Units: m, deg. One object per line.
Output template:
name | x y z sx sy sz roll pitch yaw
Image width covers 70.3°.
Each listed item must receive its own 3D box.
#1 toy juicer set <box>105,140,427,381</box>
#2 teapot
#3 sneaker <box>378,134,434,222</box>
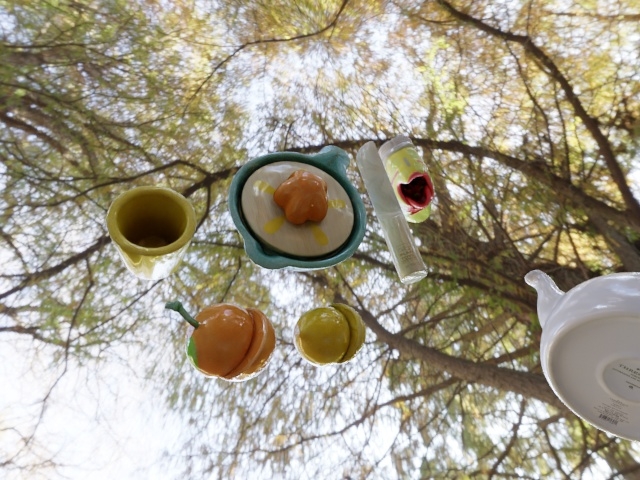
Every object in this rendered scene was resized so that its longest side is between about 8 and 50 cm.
toy juicer set | 0.000 0.000 0.424 0.209 0.328 0.090 54 -34 19
teapot | 0.457 0.143 0.647 0.252 0.187 0.256 -29 -85 43
sneaker | 0.155 -0.078 0.772 0.081 0.094 0.208 -32 -36 7
